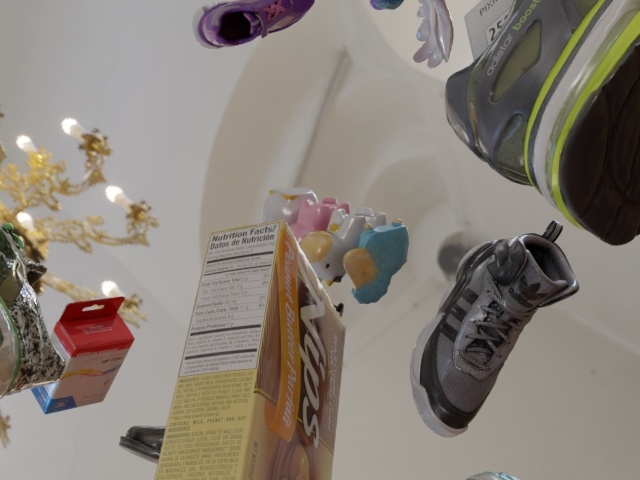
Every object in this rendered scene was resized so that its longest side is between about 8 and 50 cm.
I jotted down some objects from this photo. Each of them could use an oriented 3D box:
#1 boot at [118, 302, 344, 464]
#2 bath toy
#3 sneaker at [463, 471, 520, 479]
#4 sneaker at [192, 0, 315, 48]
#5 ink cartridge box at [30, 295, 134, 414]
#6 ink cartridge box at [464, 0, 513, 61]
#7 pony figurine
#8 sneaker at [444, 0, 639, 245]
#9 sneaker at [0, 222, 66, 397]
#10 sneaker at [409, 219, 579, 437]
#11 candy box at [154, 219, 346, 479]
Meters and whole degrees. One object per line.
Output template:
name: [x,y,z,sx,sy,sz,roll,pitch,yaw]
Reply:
boot: [-0.105,0.166,1.098,0.262,0.091,0.229,4,-109,-4]
bath toy: [0.000,0.000,1.500,0.151,0.348,0.129,-6,-73,-29]
sneaker: [0.087,0.330,0.765,0.122,0.110,0.283,11,-84,-37]
sneaker: [-0.108,-0.403,1.599,0.236,0.104,0.095,-25,-66,-10]
ink cartridge box: [-0.448,0.217,1.702,0.134,0.078,0.231,-6,-44,-46]
ink cartridge box: [0.313,-0.385,1.250,0.060,0.239,0.275,18,-39,-32]
pony figurine: [0.172,-0.524,1.622,0.363,0.302,0.351,-54,-7,-9]
sneaker: [0.163,-0.142,0.406,0.300,0.121,0.111,-49,-49,-10]
sneaker: [-0.410,0.015,1.033,0.158,0.410,0.182,-29,-19,20]
sneaker: [0.196,0.086,0.997,0.101,0.153,0.269,35,-124,-10]
candy box: [-0.054,0.161,0.812,0.183,0.087,0.317,62,-154,-45]
